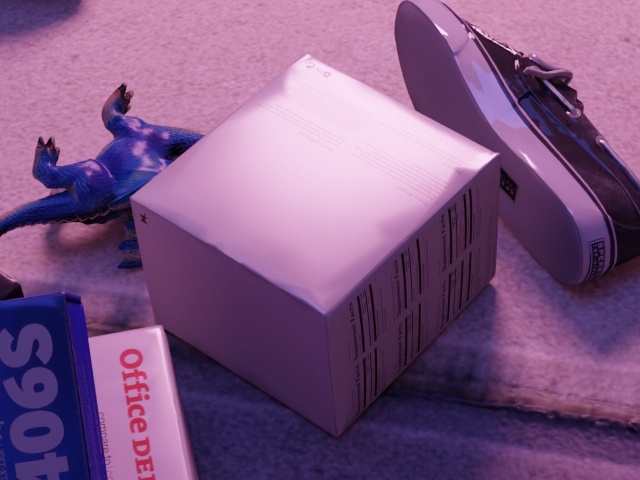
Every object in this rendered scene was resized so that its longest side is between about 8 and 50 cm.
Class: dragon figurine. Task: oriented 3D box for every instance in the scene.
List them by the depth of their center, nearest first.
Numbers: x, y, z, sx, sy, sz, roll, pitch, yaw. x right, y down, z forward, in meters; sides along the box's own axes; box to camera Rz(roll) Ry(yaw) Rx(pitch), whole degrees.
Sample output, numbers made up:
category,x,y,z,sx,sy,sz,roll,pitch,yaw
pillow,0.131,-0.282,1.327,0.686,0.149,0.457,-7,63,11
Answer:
category,x,y,z,sx,sy,sz,roll,pitch,yaw
dragon figurine,-0.156,-0.037,1.361,0.144,0.085,0.289,34,57,30

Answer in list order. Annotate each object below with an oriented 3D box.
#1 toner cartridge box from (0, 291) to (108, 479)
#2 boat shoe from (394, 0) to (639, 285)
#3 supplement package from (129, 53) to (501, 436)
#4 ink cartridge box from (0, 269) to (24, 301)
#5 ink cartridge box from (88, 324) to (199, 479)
category,x,y,z,sx,sy,sz,roll,pitch,yaw
toner cartridge box,-0.153,0.207,0.959,0.075,0.165,0.347,-8,87,-4
boat shoe,0.172,-0.099,1.377,0.105,0.113,0.306,-21,52,-23
supplement package,0.000,0.000,1.271,0.194,0.149,0.203,30,56,28
ink cartridge box,-0.402,0.019,1.170,0.371,0.069,0.176,27,55,23
ink cartridge box,-0.219,0.185,1.141,0.273,0.114,0.198,-11,48,-6
